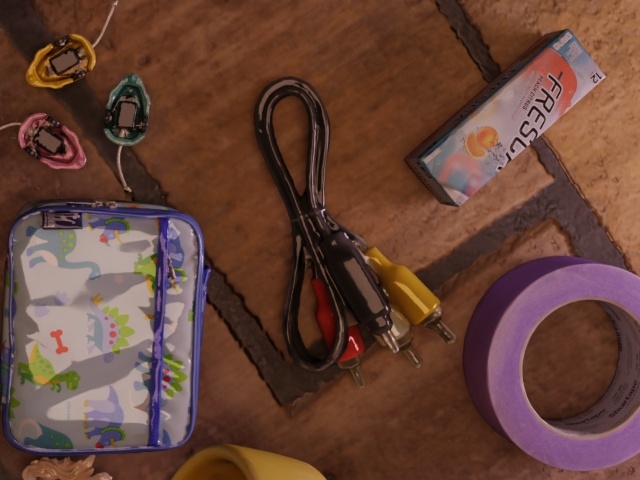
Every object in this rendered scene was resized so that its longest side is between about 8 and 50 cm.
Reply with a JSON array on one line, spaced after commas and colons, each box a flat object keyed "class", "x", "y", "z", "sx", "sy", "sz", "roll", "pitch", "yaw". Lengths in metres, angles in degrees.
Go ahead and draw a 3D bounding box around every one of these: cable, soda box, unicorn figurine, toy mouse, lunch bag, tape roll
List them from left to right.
[{"class": "unicorn figurine", "x": -0.235, "y": 0.265, "z": 1.238, "sx": 0.111, "sy": 0.060, "sz": 0.162, "roll": 0, "pitch": 86, "yaw": -1}, {"class": "toy mouse", "x": -0.203, "y": -0.103, "z": 1.223, "sx": 0.161, "sy": 0.031, "sz": 0.143, "roll": -35, "pitch": 99, "yaw": -6}, {"class": "lunch bag", "x": -0.185, "y": 0.073, "z": 1.214, "sx": 0.176, "sy": 0.090, "sz": 0.219, "roll": 4, "pitch": 95, "yaw": -13}, {"class": "cable", "x": 0.000, "y": 0.000, "z": 1.272, "sx": 0.139, "sy": 0.072, "sz": 0.287, "roll": -28, "pitch": 87, "yaw": 10}, {"class": "soda box", "x": 0.166, "y": -0.111, "z": 1.274, "sx": 0.183, "sy": 0.063, "sz": 0.058, "roll": -42, "pitch": 100, "yaw": -5}, {"class": "tape roll", "x": 0.231, "y": 0.111, "z": 1.296, "sx": 0.188, "sy": 0.080, "sz": 0.189, "roll": -1, "pitch": 94, "yaw": -10}]

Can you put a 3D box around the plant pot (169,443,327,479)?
[{"class": "plant pot", "x": -0.007, "y": 0.318, "z": 1.198, "sx": 0.239, "sy": 0.254, "sz": 0.254, "roll": 18, "pitch": 91, "yaw": -27}]
